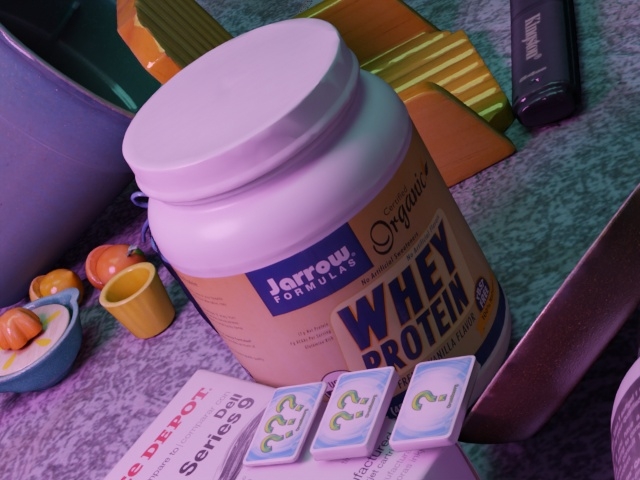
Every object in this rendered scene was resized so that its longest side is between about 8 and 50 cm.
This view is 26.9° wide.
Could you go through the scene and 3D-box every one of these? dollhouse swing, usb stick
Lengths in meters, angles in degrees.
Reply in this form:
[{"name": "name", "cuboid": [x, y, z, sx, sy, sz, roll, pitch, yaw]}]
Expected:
[{"name": "dollhouse swing", "cuboid": [-0.011, -0.222, 1.466, 0.315, 0.305, 0.347, -28, 29, 7]}, {"name": "usb stick", "cuboid": [0.245, -0.215, 1.477, 0.077, 0.045, 0.278, -18, 33, 20]}]

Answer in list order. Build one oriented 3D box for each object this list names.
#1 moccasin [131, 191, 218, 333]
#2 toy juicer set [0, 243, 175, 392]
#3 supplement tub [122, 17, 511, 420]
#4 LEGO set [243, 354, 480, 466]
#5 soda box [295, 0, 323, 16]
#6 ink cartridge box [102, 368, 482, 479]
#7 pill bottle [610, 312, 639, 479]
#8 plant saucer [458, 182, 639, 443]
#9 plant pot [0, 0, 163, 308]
[{"name": "moccasin", "cuboid": [-0.117, -0.016, 1.438, 0.138, 0.116, 0.342, -36, 30, -8]}, {"name": "toy juicer set", "cuboid": [-0.328, 0.097, 1.490, 0.329, 0.089, 0.209, -32, 30, 0]}, {"name": "supplement tub", "cuboid": [0.000, 0.000, 1.107, 0.228, 0.316, 0.228, -23, 31, 15]}, {"name": "LEGO set", "cuboid": [-0.010, 0.166, 0.888, 0.182, 0.060, 0.244, -12, 36, 34]}, {"name": "soda box", "cuboid": [0.008, -0.293, 1.799, 0.063, 0.058, 0.183, -9, 37, 34]}, {"name": "ink cartridge box", "cuboid": [-0.041, 0.228, 0.998, 0.289, 0.121, 0.211, 7, 48, 47]}, {"name": "pill bottle", "cuboid": [0.262, 0.152, 0.782, 0.176, 0.176, 0.318, -19, 32, 21]}, {"name": "plant saucer", "cuboid": [0.208, 0.034, 0.975, 0.050, 0.310, 0.310, 36, 62, 10]}, {"name": "plant pot", "cuboid": [-0.366, -0.121, 1.579, 0.334, 0.341, 0.341, -50, 24, 20]}]
